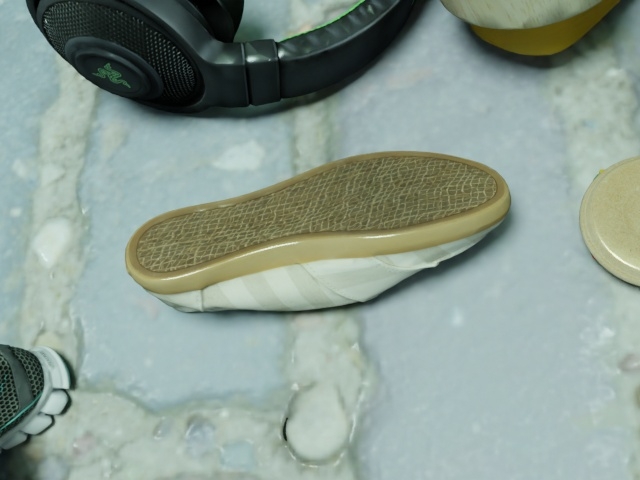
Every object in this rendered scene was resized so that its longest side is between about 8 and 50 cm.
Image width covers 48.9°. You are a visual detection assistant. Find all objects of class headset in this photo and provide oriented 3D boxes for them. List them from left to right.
[{"bbox_3d":[-0.125,-0.195,0.500,0.394,0.185,0.243,-3,70,-4],"label":"headset"}]

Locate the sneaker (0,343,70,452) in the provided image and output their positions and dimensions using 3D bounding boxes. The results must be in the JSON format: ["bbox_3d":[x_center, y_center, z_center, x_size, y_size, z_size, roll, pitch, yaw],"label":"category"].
[{"bbox_3d":[-0.226,0.118,0.398,0.065,0.076,0.166,36,80,25],"label":"sneaker"}]

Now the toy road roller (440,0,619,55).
[{"bbox_3d":[0.135,-0.301,0.430,0.329,0.202,0.241,-46,53,-14],"label":"toy road roller"}]

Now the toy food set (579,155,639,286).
[{"bbox_3d":[0.185,-0.011,0.385,0.083,0.020,0.082,9,70,17],"label":"toy food set"}]

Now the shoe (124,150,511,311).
[{"bbox_3d":[0.000,0.000,0.412,0.219,0.058,0.076,-11,45,5],"label":"shoe"}]
